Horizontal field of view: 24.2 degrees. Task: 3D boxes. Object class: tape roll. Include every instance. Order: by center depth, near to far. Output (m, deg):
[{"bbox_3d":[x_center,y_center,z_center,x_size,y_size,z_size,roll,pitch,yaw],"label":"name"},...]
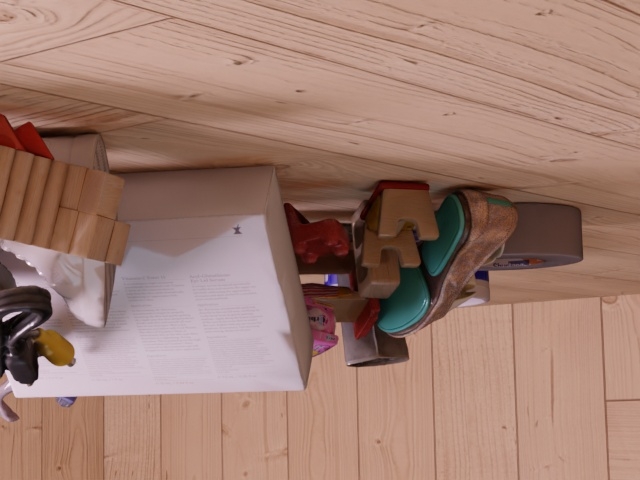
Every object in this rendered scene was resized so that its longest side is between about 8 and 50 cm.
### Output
[{"bbox_3d":[0.260,-0.003,2.114,0.219,0.072,0.219,-1,174,0],"label":"tape roll"}]

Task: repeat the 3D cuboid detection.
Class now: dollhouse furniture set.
[{"bbox_3d":[0.000,0.000,1.959,0.201,0.152,0.374,1,155,-14],"label":"dollhouse furniture set"}]

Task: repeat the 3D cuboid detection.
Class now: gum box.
[{"bbox_3d":[-0.073,0.127,1.961,0.107,0.062,0.188,15,149,-37],"label":"gum box"}]

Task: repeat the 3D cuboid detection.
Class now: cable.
[{"bbox_3d":[-0.349,0.096,1.653,0.139,0.072,0.287,1,154,-5],"label":"cable"}]

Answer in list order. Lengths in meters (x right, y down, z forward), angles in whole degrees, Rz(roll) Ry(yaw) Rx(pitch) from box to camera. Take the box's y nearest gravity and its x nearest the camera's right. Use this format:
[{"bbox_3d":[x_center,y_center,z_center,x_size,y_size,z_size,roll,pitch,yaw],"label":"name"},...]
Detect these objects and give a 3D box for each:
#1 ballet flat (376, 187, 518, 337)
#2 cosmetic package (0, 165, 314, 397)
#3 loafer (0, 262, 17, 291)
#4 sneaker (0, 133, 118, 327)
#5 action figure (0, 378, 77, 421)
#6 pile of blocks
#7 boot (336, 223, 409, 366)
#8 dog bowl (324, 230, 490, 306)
[{"bbox_3d":[0.172,0.038,1.973,0.106,0.107,0.316,-4,153,-24],"label":"ballet flat"},{"bbox_3d":[-0.216,0.055,1.771,0.377,0.097,0.284,-2,133,10],"label":"cosmetic package"},{"bbox_3d":[-0.460,0.014,1.665,0.251,0.087,0.094,31,140,3],"label":"loafer"},{"bbox_3d":[-0.303,-0.013,1.569,0.169,0.108,0.292,2,143,0],"label":"sneaker"},{"bbox_3d":[-0.448,0.146,2.430,0.178,0.341,0.330,35,119,-16],"label":"action figure"},{"bbox_3d":[-0.335,-0.068,1.365,0.362,0.113,0.149,15,177,-37],"label":"pile of blocks"},{"bbox_3d":[0.035,0.082,2.197,0.189,0.208,0.076,0,172,-15],"label":"boot"},{"bbox_3d":[0.137,0.051,2.396,0.265,0.104,0.265,-1,172,0],"label":"dog bowl"}]
